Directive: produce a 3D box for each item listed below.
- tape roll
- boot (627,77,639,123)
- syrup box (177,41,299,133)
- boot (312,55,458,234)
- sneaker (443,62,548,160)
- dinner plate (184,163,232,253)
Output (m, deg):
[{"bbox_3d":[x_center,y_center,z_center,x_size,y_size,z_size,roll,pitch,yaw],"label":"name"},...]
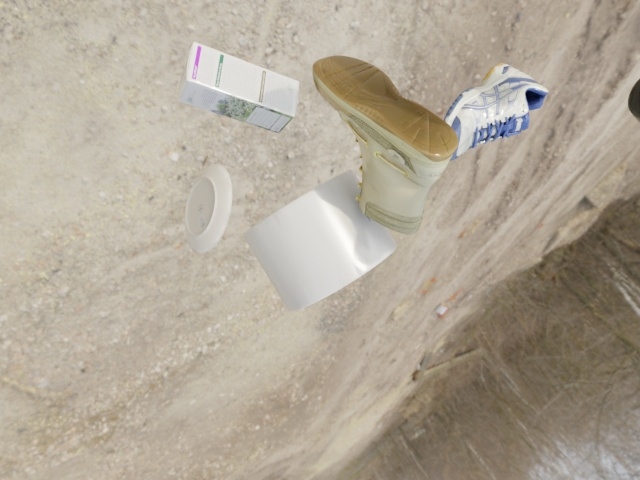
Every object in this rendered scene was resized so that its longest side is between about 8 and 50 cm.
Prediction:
[{"bbox_3d":[0.000,0.000,0.873,0.246,0.169,0.246,-30,-178,1],"label":"tape roll"},{"bbox_3d":[0.449,-0.092,0.437,0.228,0.262,0.091,28,86,-36],"label":"boot"},{"bbox_3d":[-0.174,-0.322,0.988,0.236,0.097,0.093,14,162,-24],"label":"syrup box"},{"bbox_3d":[0.078,-0.145,0.716,0.095,0.262,0.204,-36,155,-24],"label":"boot"},{"bbox_3d":[0.354,-0.255,0.938,0.296,0.130,0.112,-45,154,-20],"label":"sneaker"},{"bbox_3d":[-0.180,-0.050,0.708,0.017,0.141,0.141,10,125,-42],"label":"dinner plate"}]
